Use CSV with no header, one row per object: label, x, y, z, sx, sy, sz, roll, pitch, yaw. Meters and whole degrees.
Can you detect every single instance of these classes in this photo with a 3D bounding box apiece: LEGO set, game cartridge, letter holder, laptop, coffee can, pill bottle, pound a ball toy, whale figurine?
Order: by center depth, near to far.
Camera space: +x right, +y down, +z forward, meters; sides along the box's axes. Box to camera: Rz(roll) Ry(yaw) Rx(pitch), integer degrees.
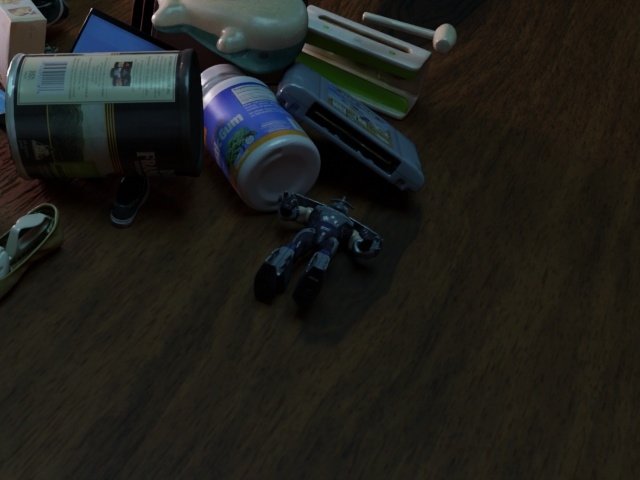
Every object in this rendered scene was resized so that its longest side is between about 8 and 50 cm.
coffee can,-0.331,-0.197,1.613,0.275,0.201,0.201,-1,38,0
pill bottle,-0.124,-0.186,1.762,0.152,0.152,0.272,-10,43,-30
laptop,-0.392,-0.262,1.773,0.234,0.136,0.264,28,39,16
whale figurine,-0.159,-0.375,1.822,0.272,0.141,0.216,4,44,-3
game cartridge,0.055,-0.207,1.824,0.297,0.062,0.198,34,23,-13
LEGO set,-0.531,-0.364,1.954,0.054,0.023,0.083,-12,32,-34
letter holder,-0.200,-0.433,1.995,0.302,0.214,0.152,-5,42,-24
pound a ball toy,0.109,-0.392,2.062,0.319,0.208,0.136,23,38,10

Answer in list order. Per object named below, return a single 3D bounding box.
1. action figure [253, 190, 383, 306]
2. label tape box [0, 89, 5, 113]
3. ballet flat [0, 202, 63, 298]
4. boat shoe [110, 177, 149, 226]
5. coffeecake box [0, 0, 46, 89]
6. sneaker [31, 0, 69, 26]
action figure,0.000,0.000,1.618,0.185,0.099,0.285,18,34,11
label tape box,-0.679,-0.177,1.586,0.249,0.115,0.348,34,38,22
ballet flat,-0.448,0.018,1.449,0.080,0.073,0.232,23,38,10
boat shoe,-0.304,-0.077,1.648,0.049,0.040,0.142,12,37,-5
coffeecake box,-0.567,-0.380,1.855,0.068,0.142,0.185,-13,46,-34
sneaker,-0.622,-0.464,2.000,0.271,0.100,0.108,13,6,6
